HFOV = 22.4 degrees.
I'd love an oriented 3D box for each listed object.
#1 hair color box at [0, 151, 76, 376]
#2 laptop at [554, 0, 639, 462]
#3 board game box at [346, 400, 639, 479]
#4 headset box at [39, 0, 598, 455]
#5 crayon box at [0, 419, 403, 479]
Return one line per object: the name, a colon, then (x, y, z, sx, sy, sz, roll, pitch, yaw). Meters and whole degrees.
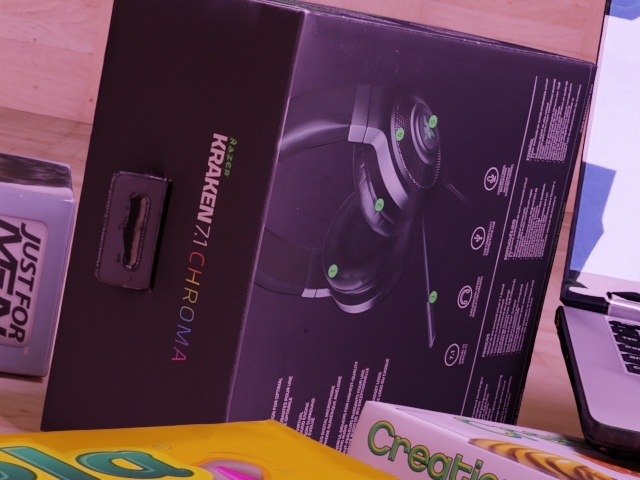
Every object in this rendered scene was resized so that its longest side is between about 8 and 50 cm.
hair color box: (-0.343, -0.016, 0.981, 0.374, 0.114, 0.185, 10, 8, -12)
laptop: (0.330, -0.018, 0.813, 0.382, 0.236, 0.408, 11, 10, 4)
board game box: (0.172, 0.134, 0.674, 0.193, 0.053, 0.305, 18, 1, 40)
headset box: (0.000, 0.000, 0.863, 0.131, 0.246, 0.283, 18, 12, 38)
crayon box: (-0.053, 0.134, 0.348, 0.363, 0.106, 0.313, 4, 11, -43)
